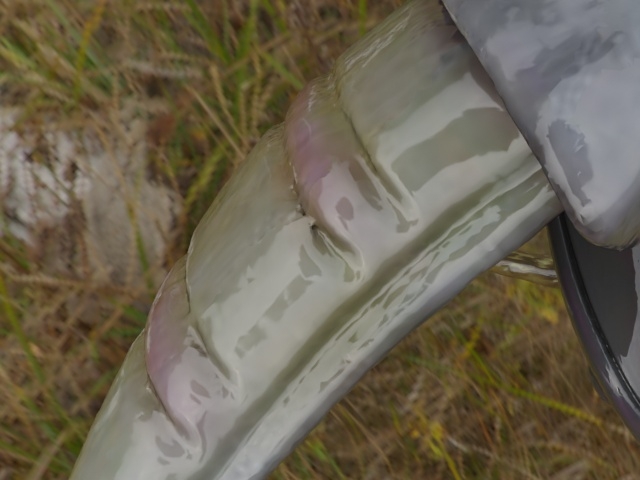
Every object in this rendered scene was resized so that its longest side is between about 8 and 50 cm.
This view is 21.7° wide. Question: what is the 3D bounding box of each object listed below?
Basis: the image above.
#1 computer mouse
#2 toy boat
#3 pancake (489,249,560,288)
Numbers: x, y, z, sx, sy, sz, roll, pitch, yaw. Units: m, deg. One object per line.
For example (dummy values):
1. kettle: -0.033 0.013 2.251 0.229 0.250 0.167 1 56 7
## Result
1. computer mouse: 0.129 -0.009 0.685 0.057 0.120 0.232 -18 53 27
2. toy boat: 0.022 -0.024 0.579 0.293 0.111 0.276 -36 18 28
3. pancake: 0.188 0.015 1.279 0.190 0.184 0.020 10 101 15
